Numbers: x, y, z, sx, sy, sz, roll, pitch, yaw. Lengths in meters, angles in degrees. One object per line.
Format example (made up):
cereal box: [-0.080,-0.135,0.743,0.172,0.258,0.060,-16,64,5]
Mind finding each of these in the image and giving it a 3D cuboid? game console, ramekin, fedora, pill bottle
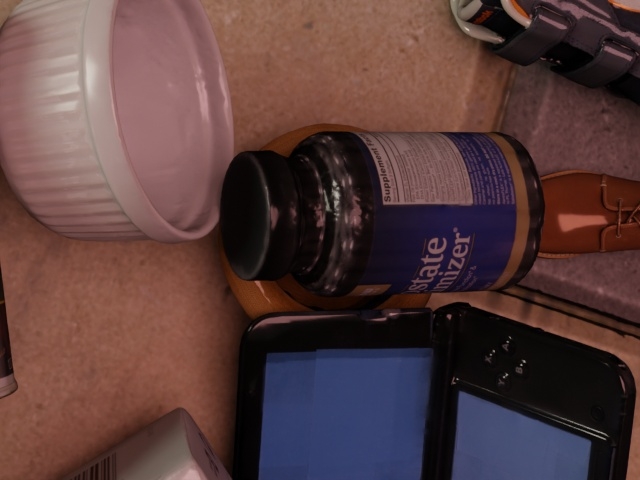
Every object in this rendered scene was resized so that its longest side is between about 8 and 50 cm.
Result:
game console: [0.078,0.209,1.294,0.173,0.250,0.293,-15,115,-46]
ramekin: [-0.152,-0.095,1.228,0.109,0.207,0.207,-8,93,19]
fedora: [0.000,0.000,1.348,0.194,0.079,0.194,0,90,-26]
pill bottle: [0.044,-0.020,1.257,0.219,0.123,0.122,-2,90,-25]

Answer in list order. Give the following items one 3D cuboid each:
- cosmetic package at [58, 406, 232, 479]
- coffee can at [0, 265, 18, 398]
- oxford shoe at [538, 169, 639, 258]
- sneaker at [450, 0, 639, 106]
cosmetic package: [-0.075,0.379,1.244,0.230,0.161,0.453,-32,101,-2]
coffee can: [-0.322,-0.021,1.157,0.202,0.201,0.275,-8,93,-21]
oxford shoe: [0.251,-0.024,1.450,0.212,0.076,0.076,-3,92,-20]
sneaker: [0.196,-0.188,1.405,0.321,0.126,0.127,45,70,-4]
